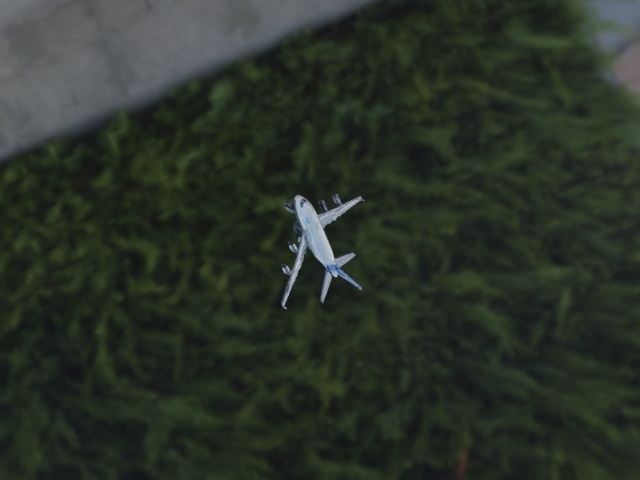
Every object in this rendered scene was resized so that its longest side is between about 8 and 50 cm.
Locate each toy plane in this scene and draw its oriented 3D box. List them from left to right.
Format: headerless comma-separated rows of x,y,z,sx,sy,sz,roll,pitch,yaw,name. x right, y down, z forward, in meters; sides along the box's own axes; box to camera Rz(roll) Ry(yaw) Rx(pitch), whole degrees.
-0.002,0.000,0.749,0.078,0.024,0.084,-54,140,-18,toy plane
